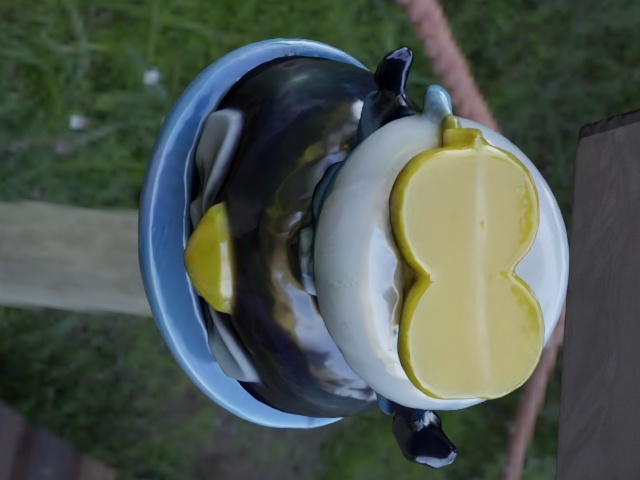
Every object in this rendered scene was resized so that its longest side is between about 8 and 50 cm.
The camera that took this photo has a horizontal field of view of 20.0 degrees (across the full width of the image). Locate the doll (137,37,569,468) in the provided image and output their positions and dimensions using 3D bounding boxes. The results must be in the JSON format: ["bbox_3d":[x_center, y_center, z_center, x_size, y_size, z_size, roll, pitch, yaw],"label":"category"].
[{"bbox_3d":[0.000,0.000,0.778,0.314,0.141,0.177,-171,-103,-71],"label":"doll"}]

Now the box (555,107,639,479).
[{"bbox_3d":[0.246,0.057,0.999,0.188,0.153,0.252,-16,-115,55],"label":"box"}]
